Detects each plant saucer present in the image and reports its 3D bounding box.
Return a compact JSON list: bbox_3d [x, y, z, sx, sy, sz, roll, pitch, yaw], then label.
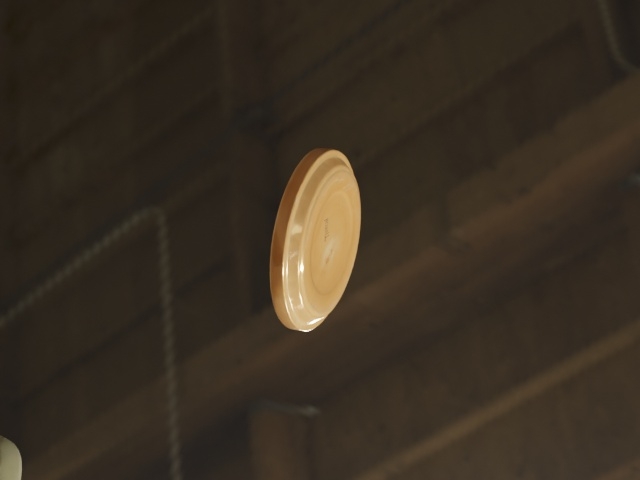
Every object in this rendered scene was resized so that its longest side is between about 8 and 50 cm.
[{"bbox_3d":[0.000,0.000,0.881,0.013,0.083,0.084,9,-104,21],"label":"plant saucer"}]

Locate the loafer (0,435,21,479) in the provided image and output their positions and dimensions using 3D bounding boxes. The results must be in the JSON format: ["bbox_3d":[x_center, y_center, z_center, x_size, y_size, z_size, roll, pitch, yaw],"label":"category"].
[{"bbox_3d":[-0.229,0.188,1.091,0.102,0.092,0.268,-45,-155,17],"label":"loafer"}]
